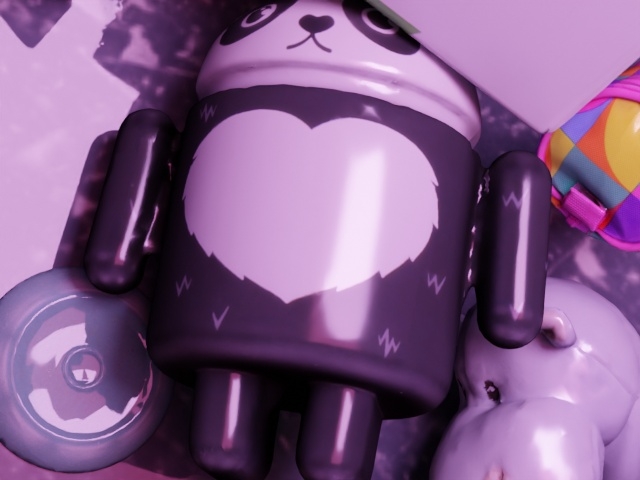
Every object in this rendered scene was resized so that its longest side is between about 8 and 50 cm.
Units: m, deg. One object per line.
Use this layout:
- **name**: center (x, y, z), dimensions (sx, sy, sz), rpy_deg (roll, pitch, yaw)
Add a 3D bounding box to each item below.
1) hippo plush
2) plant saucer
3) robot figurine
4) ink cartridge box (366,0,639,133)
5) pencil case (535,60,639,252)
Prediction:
- **hippo plush**: center (0.197, 0.113, 0.833), dimensions (0.236, 0.234, 0.294), rpy_deg (26, 76, -19)
- **plant saucer**: center (-0.137, 0.073, 0.813), dimensions (0.119, 0.021, 0.119), rpy_deg (3, 83, -23)
- **robot figurine**: center (-0.002, -0.001, 0.789), dimensions (0.209, 0.173, 0.278), rpy_deg (18, 72, -29)
- **ink cartridge box**: center (0.096, -0.223, 0.815), dimensions (0.201, 0.117, 0.278), rpy_deg (35, 35, -16)
- **pencil case**: center (0.212, -0.065, 0.869), dimensions (0.236, 0.104, 0.104), rpy_deg (-25, 95, -58)
